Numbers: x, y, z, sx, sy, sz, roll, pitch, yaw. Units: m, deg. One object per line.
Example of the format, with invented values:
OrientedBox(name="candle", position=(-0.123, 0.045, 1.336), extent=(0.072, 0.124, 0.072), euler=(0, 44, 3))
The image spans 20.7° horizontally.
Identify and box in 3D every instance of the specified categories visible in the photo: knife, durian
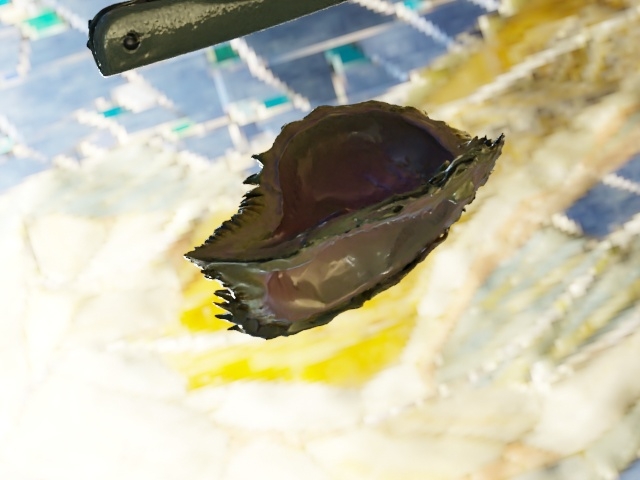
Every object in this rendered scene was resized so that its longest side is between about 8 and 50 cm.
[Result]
OrientedBox(name="knife", position=(-0.041, -0.125, 0.886), extent=(0.023, 0.162, 0.044), euler=(44, 150, 54))
OrientedBox(name="durian", position=(0.010, 0.002, 1.595), extent=(0.185, 0.305, 0.195), euler=(41, 153, 38))
